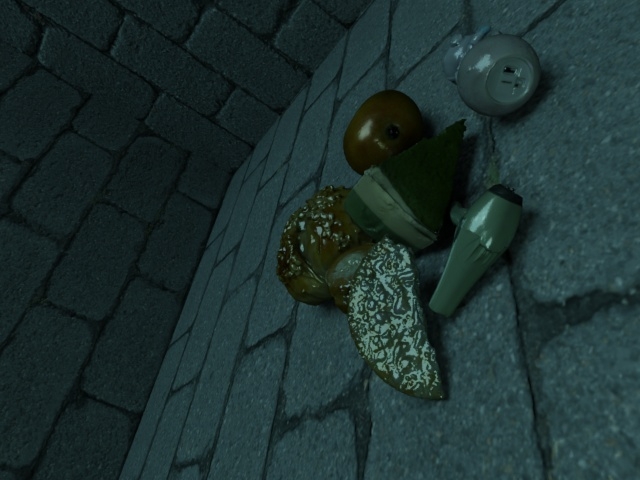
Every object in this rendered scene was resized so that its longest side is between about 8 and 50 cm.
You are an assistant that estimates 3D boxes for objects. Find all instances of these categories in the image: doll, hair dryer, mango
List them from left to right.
[{"bbox_3d":[0.154,-0.269,1.155,0.211,0.172,0.317,-57,9,23],"label":"mango"},{"bbox_3d":[0.229,0.019,0.778,0.219,0.088,0.225,-66,9,-4],"label":"hair dryer"},{"bbox_3d":[0.320,-0.340,0.919,0.151,0.150,0.287,-51,20,22],"label":"doll"}]

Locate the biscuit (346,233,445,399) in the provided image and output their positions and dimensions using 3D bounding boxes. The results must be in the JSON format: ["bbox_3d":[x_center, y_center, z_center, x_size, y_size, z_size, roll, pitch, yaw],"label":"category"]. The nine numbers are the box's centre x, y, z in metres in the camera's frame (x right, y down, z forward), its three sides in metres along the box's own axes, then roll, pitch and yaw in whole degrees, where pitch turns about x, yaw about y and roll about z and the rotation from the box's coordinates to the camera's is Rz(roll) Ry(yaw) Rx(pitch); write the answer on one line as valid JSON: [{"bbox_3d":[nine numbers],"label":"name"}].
[{"bbox_3d":[0.112,0.128,0.774,0.141,0.038,0.290,-20,59,21],"label":"biscuit"}]

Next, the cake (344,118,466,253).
[{"bbox_3d":[0.166,-0.138,0.914,0.284,0.172,0.158,-67,9,-23],"label":"cake"}]

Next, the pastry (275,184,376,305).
[{"bbox_3d":[0.000,0.000,1.106,0.315,0.184,0.285,-44,21,38],"label":"pastry"}]

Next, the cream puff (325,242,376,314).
[{"bbox_3d":[0.091,0.083,0.911,0.150,0.115,0.165,-51,30,-15],"label":"cream puff"}]
